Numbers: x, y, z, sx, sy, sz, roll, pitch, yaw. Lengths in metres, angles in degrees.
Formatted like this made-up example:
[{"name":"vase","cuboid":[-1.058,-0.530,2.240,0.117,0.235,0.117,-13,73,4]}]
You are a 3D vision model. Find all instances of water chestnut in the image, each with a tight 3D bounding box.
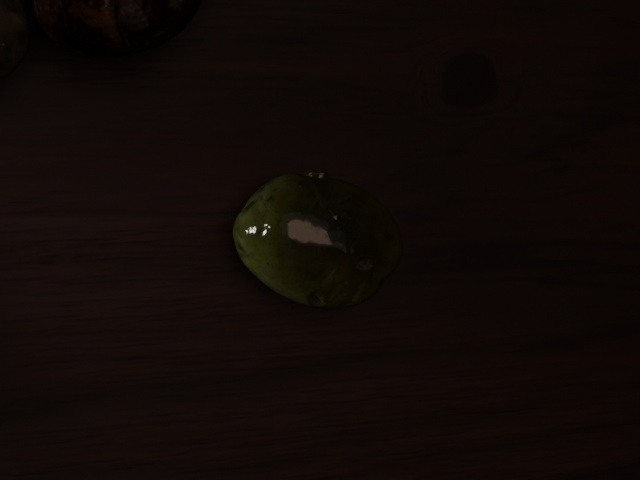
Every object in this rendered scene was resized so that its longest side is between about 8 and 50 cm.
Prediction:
[{"name":"water chestnut","cuboid":[-0.275,-0.376,1.611,0.289,0.244,0.289,4,80,-23]}]

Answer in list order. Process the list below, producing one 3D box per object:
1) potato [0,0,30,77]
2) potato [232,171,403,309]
[{"name":"potato","cuboid":[-0.495,-0.317,1.579,0.165,0.165,0.262,-39,96,-15]},{"name":"potato","cuboid":[0.000,-0.002,1.732,0.228,0.148,0.197,40,63,-10]}]
